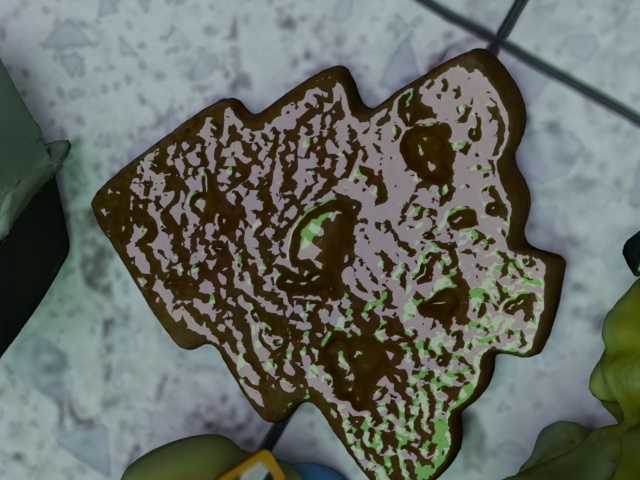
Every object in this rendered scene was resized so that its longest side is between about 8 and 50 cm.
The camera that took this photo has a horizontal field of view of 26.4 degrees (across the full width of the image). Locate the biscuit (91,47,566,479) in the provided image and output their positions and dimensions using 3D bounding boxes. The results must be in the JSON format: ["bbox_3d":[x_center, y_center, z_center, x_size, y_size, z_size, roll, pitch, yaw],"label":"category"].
[{"bbox_3d":[0.000,0.000,0.846,0.301,0.043,0.278,17,100,14],"label":"biscuit"}]

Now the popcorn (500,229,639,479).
[{"bbox_3d":[0.185,0.188,0.717,0.293,0.293,0.237,-31,127,14],"label":"popcorn"}]

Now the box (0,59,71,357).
[{"bbox_3d":[-0.309,0.001,0.835,0.291,0.220,0.166,-13,113,14],"label":"box"}]

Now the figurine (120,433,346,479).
[{"bbox_3d":[-0.038,0.240,0.836,0.180,0.154,0.262,-31,104,6],"label":"figurine"}]
